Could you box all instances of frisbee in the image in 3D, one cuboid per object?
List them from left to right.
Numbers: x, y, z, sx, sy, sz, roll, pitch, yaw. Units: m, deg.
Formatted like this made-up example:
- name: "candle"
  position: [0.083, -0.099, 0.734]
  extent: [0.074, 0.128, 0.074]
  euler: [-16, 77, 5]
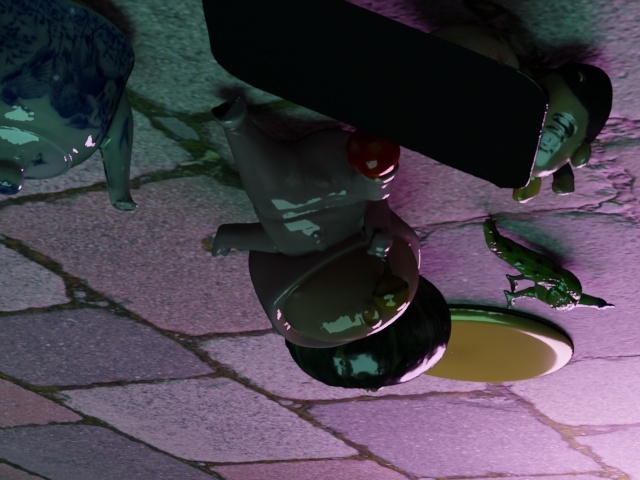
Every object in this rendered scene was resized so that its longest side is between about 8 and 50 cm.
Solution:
- name: "frisbee"
  position: [0.175, 0.124, 1.700]
  extent: [0.236, 0.017, 0.236]
  euler: [5, 158, 2]

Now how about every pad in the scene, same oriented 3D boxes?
- name: "pad"
  position: [0.034, -0.119, 1.064]
  extent: [0.267, 0.004, 0.181]
  euler: [24, 160, 11]

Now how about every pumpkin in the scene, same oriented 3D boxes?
- name: "pumpkin"
  position: [0.045, 0.086, 1.471]
  extent: [0.167, 0.167, 0.125]
  euler: [8, 122, -4]

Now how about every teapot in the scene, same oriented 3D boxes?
- name: "teapot"
  position: [-0.229, -0.103, 1.101]
  extent: [0.232, 0.159, 0.159]
  euler: [22, 153, -33]

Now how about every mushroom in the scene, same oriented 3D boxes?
- name: "mushroom"
  position: [0.103, -0.121, 1.077]
  extent: [0.084, 0.067, 0.083]
  euler: [11, 155, 5]

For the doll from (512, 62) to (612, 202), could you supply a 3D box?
- name: "doll"
  position: [0.170, -0.082, 1.139]
  extent: [0.089, 0.102, 0.179]
  euler: [-32, 166, -25]

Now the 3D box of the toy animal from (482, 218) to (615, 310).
- name: "toy animal"
  position: [0.202, 0.034, 1.455]
  extent: [0.075, 0.041, 0.217]
  euler: [-18, 144, 41]

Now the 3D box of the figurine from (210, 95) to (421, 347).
- name: "figurine"
  position: [0.000, 0.000, 1.270]
  extent: [0.176, 0.186, 0.287]
  euler: [-17, 141, -9]
